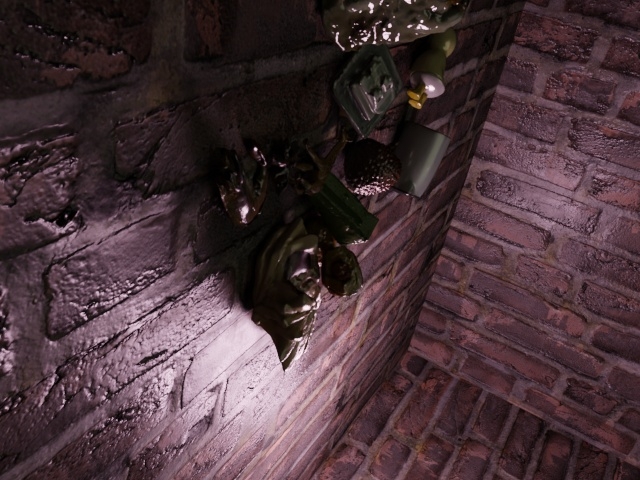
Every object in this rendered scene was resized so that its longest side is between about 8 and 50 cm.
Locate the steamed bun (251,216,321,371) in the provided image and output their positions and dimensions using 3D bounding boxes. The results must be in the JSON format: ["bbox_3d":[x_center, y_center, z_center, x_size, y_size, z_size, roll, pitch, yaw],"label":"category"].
[{"bbox_3d":[-0.077,0.169,1.457,0.247,0.189,0.427,-38,147,-36],"label":"steamed bun"}]

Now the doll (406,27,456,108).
[{"bbox_3d":[0.343,-0.551,1.758,0.141,0.117,0.296,49,54,-60],"label":"doll"}]

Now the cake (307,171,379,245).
[{"bbox_3d":[0.057,-0.092,1.477,0.235,0.099,0.100,57,50,-36],"label":"cake"}]

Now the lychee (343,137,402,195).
[{"bbox_3d":[0.149,-0.214,1.584,0.197,0.165,0.165,-50,159,5],"label":"lychee"}]

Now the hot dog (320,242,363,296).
[{"bbox_3d":[0.045,0.085,1.504,0.103,0.146,0.213,-19,171,-8],"label":"hot dog"}]

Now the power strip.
[{"bbox_3d":[0.135,-0.376,1.403,0.198,0.065,0.213,-55,142,-8],"label":"power strip"}]

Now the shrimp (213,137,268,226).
[{"bbox_3d":[-0.146,-0.127,1.143,0.253,0.058,0.173,85,28,-58],"label":"shrimp"}]

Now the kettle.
[{"bbox_3d":[0.315,-0.269,1.947,0.221,0.161,0.236,-111,-138,-76],"label":"kettle"}]

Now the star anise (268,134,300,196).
[{"bbox_3d":[-0.076,-0.178,1.242,0.124,0.056,0.129,85,23,-46],"label":"star anise"}]

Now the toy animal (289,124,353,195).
[{"bbox_3d":[0.002,-0.192,1.398,0.276,0.054,0.148,-30,124,-53],"label":"toy animal"}]

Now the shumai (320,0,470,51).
[{"bbox_3d":[0.180,-0.523,1.180,0.304,0.264,0.309,-55,157,-28],"label":"shumai"}]

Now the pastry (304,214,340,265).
[{"bbox_3d":[-0.005,-0.001,1.567,0.153,0.081,0.153,-39,148,-31],"label":"pastry"}]

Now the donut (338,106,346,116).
[{"bbox_3d":[0.083,-0.353,1.445,0.083,0.038,0.067,-42,146,-42],"label":"donut"}]
